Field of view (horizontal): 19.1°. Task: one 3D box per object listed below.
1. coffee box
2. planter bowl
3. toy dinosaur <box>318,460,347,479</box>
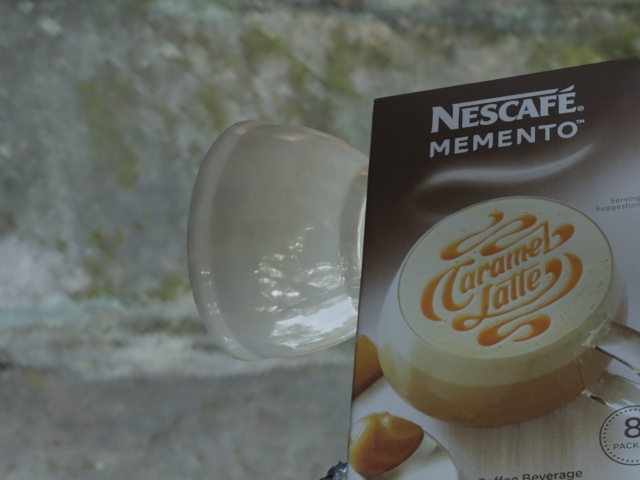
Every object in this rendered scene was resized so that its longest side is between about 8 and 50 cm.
[{"bbox_3d":[0.092,0.046,0.868,0.098,0.141,0.246,63,24,-48],"label":"coffee box"},{"bbox_3d":[0.000,0.000,1.252,0.162,0.109,0.162,0,90,-62],"label":"planter bowl"},{"bbox_3d":[0.015,0.206,1.126,0.268,0.118,0.064,-41,178,1],"label":"toy dinosaur"}]
